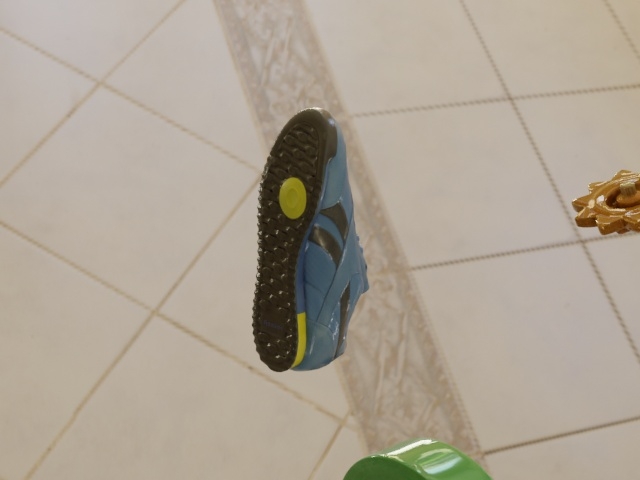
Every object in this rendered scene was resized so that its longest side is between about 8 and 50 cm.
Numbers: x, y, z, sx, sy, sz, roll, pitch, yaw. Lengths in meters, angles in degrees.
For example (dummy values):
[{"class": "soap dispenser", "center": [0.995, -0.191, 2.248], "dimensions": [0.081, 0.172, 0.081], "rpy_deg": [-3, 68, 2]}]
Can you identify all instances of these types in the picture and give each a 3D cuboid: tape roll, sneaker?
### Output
[{"class": "tape roll", "center": [0.144, 0.408, 1.287], "dimensions": [0.077, 0.321, 0.321], "rpy_deg": [-15, 61, -33]}, {"class": "sneaker", "center": [0.000, 0.000, 0.805], "dimensions": [0.082, 0.209, 0.069], "rpy_deg": [-7, 20, -39]}]

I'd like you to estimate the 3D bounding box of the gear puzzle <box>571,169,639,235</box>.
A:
[{"class": "gear puzzle", "center": [0.328, -0.018, 0.690], "dimensions": [0.339, 0.044, 0.175], "rpy_deg": [0, 32, 35]}]
